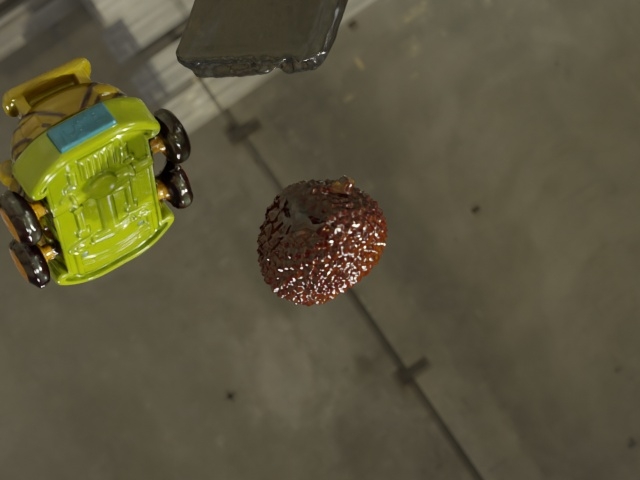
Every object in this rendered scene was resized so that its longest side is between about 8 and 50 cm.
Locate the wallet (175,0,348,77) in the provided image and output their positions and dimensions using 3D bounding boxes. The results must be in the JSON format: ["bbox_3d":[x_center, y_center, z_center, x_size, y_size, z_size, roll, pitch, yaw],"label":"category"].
[{"bbox_3d":[0.000,-0.265,1.044,0.170,0.044,0.321,7,-104,48],"label":"wallet"}]

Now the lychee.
[{"bbox_3d":[-0.003,-0.001,1.395,0.129,0.123,0.123,-44,-174,19],"label":"lychee"}]

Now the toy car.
[{"bbox_3d":[-0.245,-0.071,1.494,0.200,0.142,0.248,-28,155,-20],"label":"toy car"}]
